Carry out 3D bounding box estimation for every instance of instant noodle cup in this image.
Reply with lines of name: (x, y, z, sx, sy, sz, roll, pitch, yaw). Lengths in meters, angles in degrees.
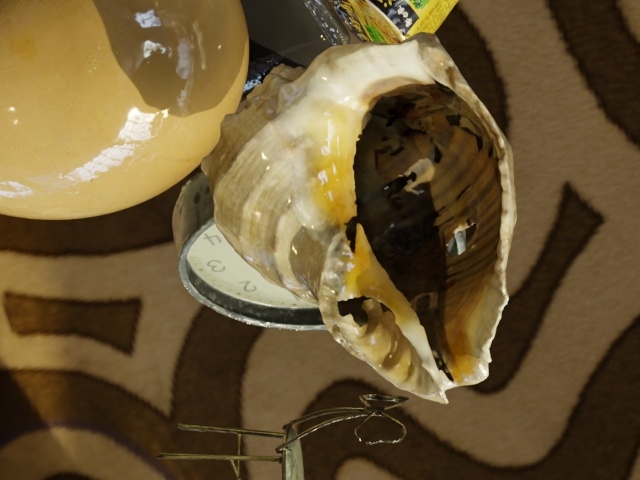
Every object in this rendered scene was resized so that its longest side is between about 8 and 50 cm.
instant noodle cup: (0.103, -0.318, 1.842, 0.151, 0.151, 0.122, 37, 82, 26)

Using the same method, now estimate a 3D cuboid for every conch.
conch: (0.058, -0.034, 1.138, 0.324, 0.186, 0.263, 52, 127, 12)

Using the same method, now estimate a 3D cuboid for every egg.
egg: (-0.250, -0.171, 1.403, 0.374, 0.301, 0.301, -18, 91, 26)

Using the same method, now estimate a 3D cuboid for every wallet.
wallet: (-0.086, -0.225, 1.505, 0.250, 0.044, 0.149, -17, 110, 48)

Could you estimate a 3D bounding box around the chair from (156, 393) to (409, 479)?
chair: (-0.041, 0.307, 1.857, 0.325, 0.160, 0.170, -4, 100, 7)

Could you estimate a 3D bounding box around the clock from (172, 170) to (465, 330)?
clock: (0.000, 0.000, 1.532, 0.325, 0.325, 0.067, -33, 49, 40)
